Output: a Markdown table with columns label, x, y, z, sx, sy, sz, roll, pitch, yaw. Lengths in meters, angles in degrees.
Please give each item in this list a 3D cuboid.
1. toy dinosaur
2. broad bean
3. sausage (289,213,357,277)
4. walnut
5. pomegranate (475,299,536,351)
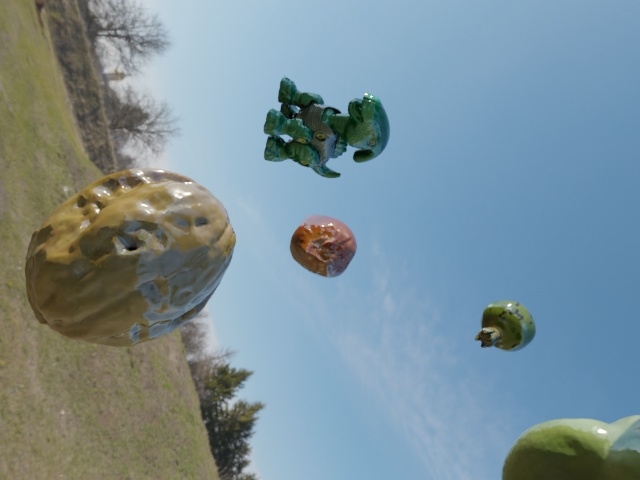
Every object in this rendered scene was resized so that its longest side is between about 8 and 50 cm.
| label | x | y | z | sx | sy | sz | roll | pitch | yaw |
| --- | --- | --- | --- | --- | --- | --- | --- | --- | --- |
| toy dinosaur | 0.006 | -0.084 | 0.343 | 0.132 | 0.096 | 0.059 | 101 | 8 | -74 |
| broad bean | 0.322 | 0.282 | 0.466 | 0.228 | 0.100 | 0.169 | -25 | -89 | 46 |
| sausage | 0.001 | 0.000 | 0.720 | 0.097 | 0.094 | 0.348 | 43 | 1 | -5 |
| walnut | -0.215 | 0.020 | 0.488 | 0.198 | 0.245 | 0.198 | 39 | -31 | 29 |
| pomegranate | 0.388 | 0.189 | 0.875 | 0.115 | 0.142 | 0.114 | 29 | -52 | 46 |
